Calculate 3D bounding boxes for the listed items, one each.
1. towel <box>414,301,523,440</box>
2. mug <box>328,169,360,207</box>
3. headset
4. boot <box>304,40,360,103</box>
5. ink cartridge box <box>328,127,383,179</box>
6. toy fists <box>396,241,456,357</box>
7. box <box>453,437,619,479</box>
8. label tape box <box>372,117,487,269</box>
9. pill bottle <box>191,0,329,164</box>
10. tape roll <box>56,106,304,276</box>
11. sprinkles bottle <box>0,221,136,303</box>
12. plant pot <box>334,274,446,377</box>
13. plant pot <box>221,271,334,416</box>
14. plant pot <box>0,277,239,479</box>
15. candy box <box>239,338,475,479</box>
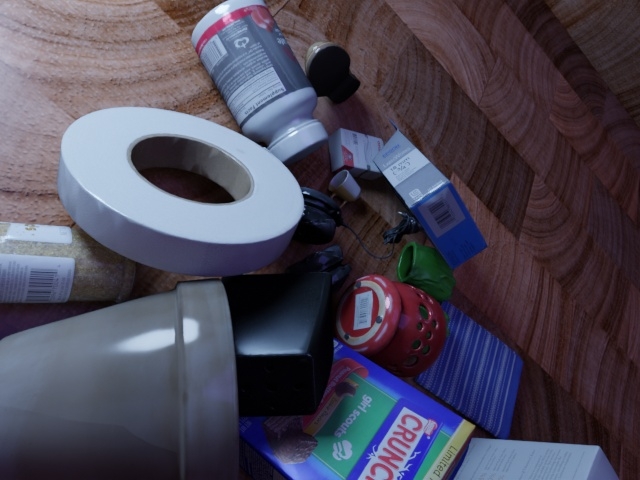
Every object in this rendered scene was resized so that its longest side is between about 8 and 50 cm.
[{"bbox_3d":[0.391,0.334,1.242,0.336,0.040,0.243,37,58,-18],"label":"towel"},{"bbox_3d":[0.057,-0.119,1.147,0.064,0.078,0.062,40,22,-29],"label":"mug"},{"bbox_3d":[0.000,0.000,0.974,0.394,0.185,0.243,-3,76,-25],"label":"headset"},{"bbox_3d":[0.006,-0.405,1.111,0.115,0.112,0.305,53,13,5],"label":"boot"},{"bbox_3d":[0.091,-0.211,1.194,0.135,0.056,0.099,6,71,-35],"label":"ink cartridge box"},{"bbox_3d":[0.247,0.145,1.162,0.142,0.096,0.279,23,63,-18],"label":"toy fists"},{"bbox_3d":[0.399,0.543,0.970,0.215,0.345,0.168,-36,97,-38],"label":"box"},{"bbox_3d":[0.240,-0.119,1.170,0.240,0.106,0.334,48,11,-37],"label":"label tape box"},{"bbox_3d":[-0.116,-0.318,1.006,0.176,0.176,0.319,-33,95,-38],"label":"pill bottle"},{"bbox_3d":[-0.217,-0.096,0.800,0.392,0.072,0.392,19,32,-13],"label":"tape roll"},{"bbox_3d":[-0.455,0.031,0.677,0.355,0.121,0.121,5,71,-35],"label":"sprinkles bottle"},{"bbox_3d":[0.134,0.172,0.995,0.174,0.191,0.191,27,60,-35],"label":"plant pot"},{"bbox_3d":[-0.070,0.175,0.778,0.187,0.188,0.167,-2,29,0],"label":"plant pot"},{"bbox_3d":[-0.274,0.217,0.657,0.280,0.323,0.323,-1,74,-18],"label":"plant pot"},{"bbox_3d":[0.051,0.347,0.815,0.268,0.317,0.122,-35,141,-39],"label":"candy box"}]
